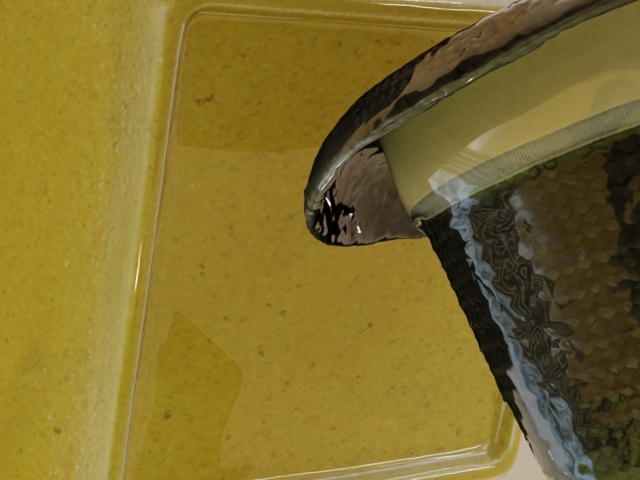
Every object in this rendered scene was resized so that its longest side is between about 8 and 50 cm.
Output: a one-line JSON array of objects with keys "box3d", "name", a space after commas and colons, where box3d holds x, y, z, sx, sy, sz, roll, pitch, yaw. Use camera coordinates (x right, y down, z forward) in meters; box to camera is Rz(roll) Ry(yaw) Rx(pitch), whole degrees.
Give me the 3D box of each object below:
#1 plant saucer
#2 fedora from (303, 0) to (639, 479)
[{"box3d": [0.000, 0.000, 0.646, 0.081, 0.332, 0.333, 31, -63, 50], "name": "plant saucer"}, {"box3d": [0.168, -0.001, 0.450, 0.334, 0.334, 0.153, -22, -102, 41], "name": "fedora"}]
